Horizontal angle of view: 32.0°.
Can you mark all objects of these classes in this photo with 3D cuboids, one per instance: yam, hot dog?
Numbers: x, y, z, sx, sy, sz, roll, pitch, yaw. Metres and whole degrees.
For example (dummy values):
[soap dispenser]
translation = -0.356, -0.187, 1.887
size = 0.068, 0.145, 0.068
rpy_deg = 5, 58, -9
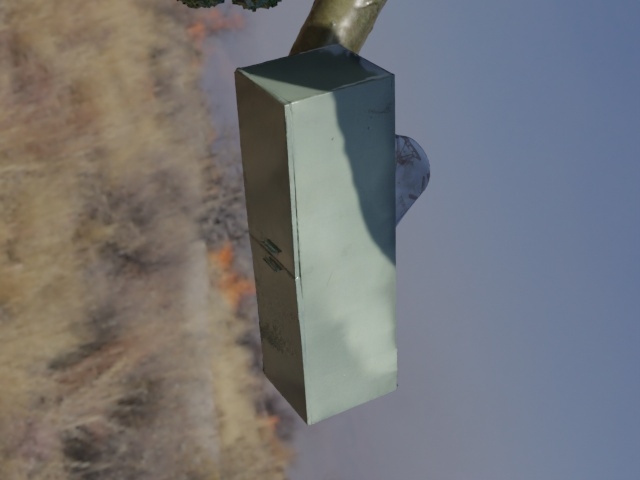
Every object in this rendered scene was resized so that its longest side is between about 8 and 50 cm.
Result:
[yam]
translation = 0.040, -0.277, 1.188
size = 0.083, 0.083, 0.372
rpy_deg = -104, -141, -86
[hot dog]
translation = 0.036, -0.033, 1.077
size = 0.099, 0.192, 0.053
rpy_deg = 49, -31, -17

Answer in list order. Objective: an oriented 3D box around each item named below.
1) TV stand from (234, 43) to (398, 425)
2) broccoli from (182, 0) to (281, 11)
[TV stand]
translation = 0.000, 0.000, 0.829
size = 0.083, 0.088, 0.270
rpy_deg = 39, -40, 49
[broccoli]
translation = -0.042, -0.365, 0.827
size = 0.321, 0.310, 0.414
rpy_deg = 24, -60, 41
